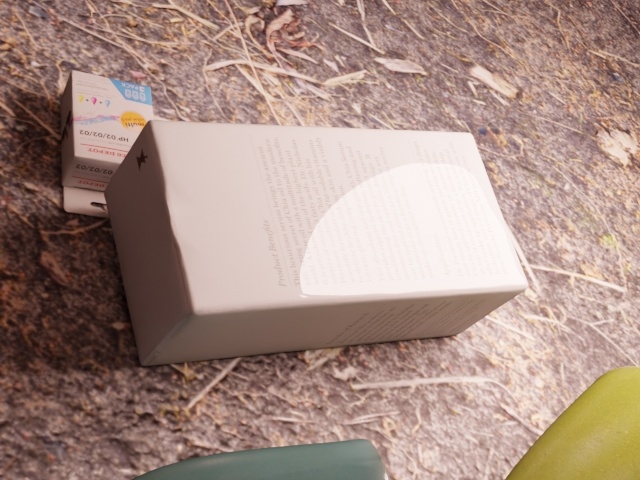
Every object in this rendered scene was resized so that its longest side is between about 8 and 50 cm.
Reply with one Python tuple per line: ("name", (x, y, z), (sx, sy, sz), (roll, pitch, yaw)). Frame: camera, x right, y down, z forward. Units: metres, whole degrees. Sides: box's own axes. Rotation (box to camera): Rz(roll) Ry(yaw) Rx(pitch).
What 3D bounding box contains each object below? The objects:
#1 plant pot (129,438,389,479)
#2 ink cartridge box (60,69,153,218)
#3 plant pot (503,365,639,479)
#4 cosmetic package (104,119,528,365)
("plant pot", (-0.078, 0.309, 0.842), (0.235, 0.293, 0.293), (3, 50, -9))
("ink cartridge box", (-0.259, -0.115, 1.247), (0.104, 0.061, 0.181), (8, 50, -26))
("plant pot", (0.287, 0.323, 1.082), (0.294, 0.274, 0.274), (-27, 69, -26))
("cosmetic package", (0.000, 0.000, 1.212), (0.453, 0.161, 0.230), (-1, 63, -32))
